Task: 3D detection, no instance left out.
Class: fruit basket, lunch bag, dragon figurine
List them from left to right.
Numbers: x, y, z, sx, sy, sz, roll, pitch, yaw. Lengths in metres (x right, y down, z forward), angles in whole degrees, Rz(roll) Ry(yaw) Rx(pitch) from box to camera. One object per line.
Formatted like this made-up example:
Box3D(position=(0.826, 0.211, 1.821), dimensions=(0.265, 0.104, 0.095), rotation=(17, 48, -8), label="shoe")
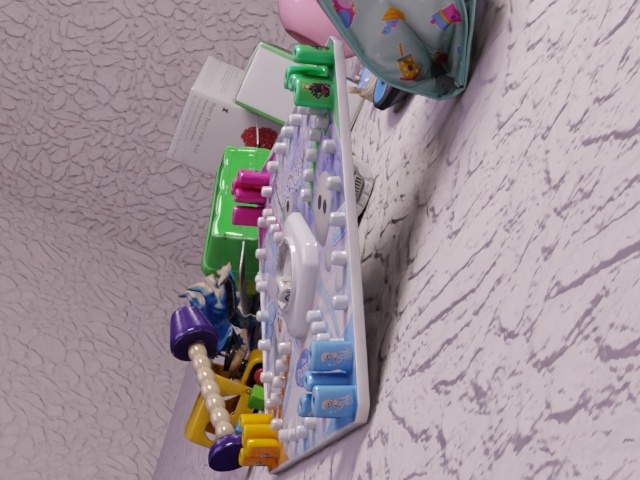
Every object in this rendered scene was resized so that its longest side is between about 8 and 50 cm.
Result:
Box3D(position=(-0.150, 0.122, 1.660), dimensions=(0.085, 0.144, 0.289), rotation=(-33, 1, -28), label="dragon figurine")
Box3D(position=(-0.109, -0.001, 1.878), dimensions=(0.353, 0.165, 0.327), rotation=(79, -166, -59), label="fruit basket")
Box3D(position=(0.073, -0.285, 1.079), dimensions=(0.160, 0.262, 0.223), rotation=(-33, 22, 15), label="lunch bag")

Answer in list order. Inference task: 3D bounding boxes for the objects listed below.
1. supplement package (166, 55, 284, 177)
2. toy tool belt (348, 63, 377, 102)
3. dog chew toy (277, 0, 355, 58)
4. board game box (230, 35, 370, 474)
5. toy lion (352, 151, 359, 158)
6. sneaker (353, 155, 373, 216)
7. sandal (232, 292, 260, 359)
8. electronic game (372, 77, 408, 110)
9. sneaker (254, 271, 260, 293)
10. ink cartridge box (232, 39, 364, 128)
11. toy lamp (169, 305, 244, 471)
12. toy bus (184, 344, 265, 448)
Box3D(position=(-0.141, -0.223, 2.125), dimensions=(0.175, 0.293, 0.177), rotation=(-80, 13, -58), label="supplement package")
Box3D(position=(0.078, -0.261, 1.608), dimensions=(0.052, 0.051, 0.083), rotation=(160, 131, -80), label="toy tool belt")
Box3D(position=(0.063, -0.502, 1.873), dimensions=(0.332, 0.206, 0.206), rotation=(-61, 8, 1), label="dog chew toy")
Box3D(position=(-0.039, 0.037, 1.127), dimensions=(0.390, 0.050, 0.390), rotation=(127, 142, -65), label="board game box")
Box3D(position=(0.021, -0.079, 1.460), dimensions=(0.034, 0.096, 0.100), rotation=(36, 149, 45), label="toy lion")
Box3D(position=(0.000, 0.000, 1.383), dimensions=(0.232, 0.090, 0.115), rotation=(-60, 0, -6), label="sneaker")
Box3D(position=(-0.164, 0.142, 2.060), dimensions=(0.240, 0.079, 0.088), rotation=(-77, 4, -54), label="sandal")
Box3D(position=(0.122, -0.283, 1.376), dimensions=(0.229, 0.048, 0.229), rotation=(-158, 90, -82), label="electronic game")
Box3D(position=(-0.039, 0.034, 1.652), dimensions=(0.076, 0.065, 0.166), rotation=(-23, 25, 35), label="sneaker")
Box3D(position=(-0.043, -0.278, 1.899), dimensions=(0.289, 0.211, 0.121), rotation=(-107, 40, -77), label="ink cartridge box")
Box3D(position=(-0.169, 0.212, 1.529), dimensions=(0.080, 0.080, 0.275), rotation=(-63, 37, 38), label="toy lamp")
Box3D(position=(-0.145, 0.235, 1.624), dimensions=(0.191, 0.104, 0.202), rotation=(120, 168, -48), label="toy bus")
